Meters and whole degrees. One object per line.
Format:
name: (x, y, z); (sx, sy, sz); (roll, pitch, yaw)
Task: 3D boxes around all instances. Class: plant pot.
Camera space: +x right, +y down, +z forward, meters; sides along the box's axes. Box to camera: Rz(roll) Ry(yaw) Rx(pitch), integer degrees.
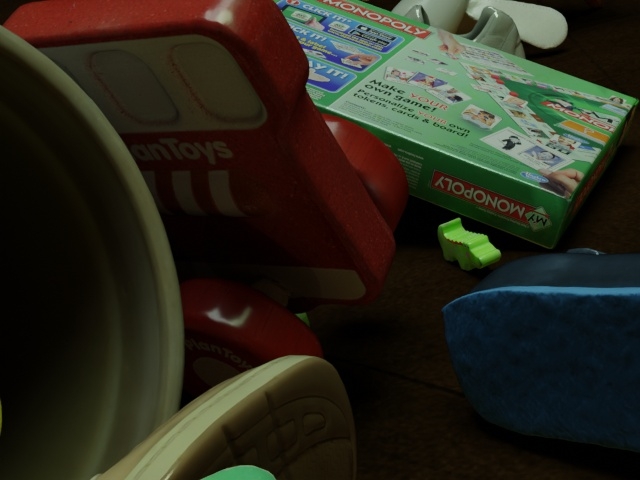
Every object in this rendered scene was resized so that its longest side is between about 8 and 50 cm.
plant pot: (-0.271, 0.053, 0.611); (0.323, 0.323, 0.280); (-26, 10, -30)

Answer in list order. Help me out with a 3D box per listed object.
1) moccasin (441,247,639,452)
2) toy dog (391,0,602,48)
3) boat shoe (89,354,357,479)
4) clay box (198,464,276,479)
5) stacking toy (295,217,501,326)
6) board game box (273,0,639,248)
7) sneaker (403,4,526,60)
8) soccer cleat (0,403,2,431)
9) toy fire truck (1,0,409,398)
moccasin: (0.211, 0.040, 0.556); (0.117, 0.137, 0.342); (-25, 26, -38)
toy dog: (0.222, -0.282, 1.378); (0.334, 0.161, 0.220); (-30, 27, -4)
boat shoe: (-0.100, 0.152, 0.468); (0.110, 0.121, 0.341); (1, 28, 34)
clay box: (-0.021, 0.177, 0.317); (0.127, 0.053, 0.222); (-20, 54, -19)
stacking toy: (0.000, 0.000, 0.880); (0.167, 0.052, 0.221); (-22, 24, -21)
board game box: (0.072, -0.112, 0.956); (0.317, 0.046, 0.213); (23, 33, 17)
sneaker: (0.067, -0.157, 1.132); (0.262, 0.121, 0.099); (-9, 22, 10)
soccer cleat: (-0.207, 0.152, 0.409); (0.289, 0.093, 0.121); (-49, 19, -24)
toy fire truck: (-0.106, -0.041, 0.703); (0.302, 0.254, 0.169); (4, 51, 35)
